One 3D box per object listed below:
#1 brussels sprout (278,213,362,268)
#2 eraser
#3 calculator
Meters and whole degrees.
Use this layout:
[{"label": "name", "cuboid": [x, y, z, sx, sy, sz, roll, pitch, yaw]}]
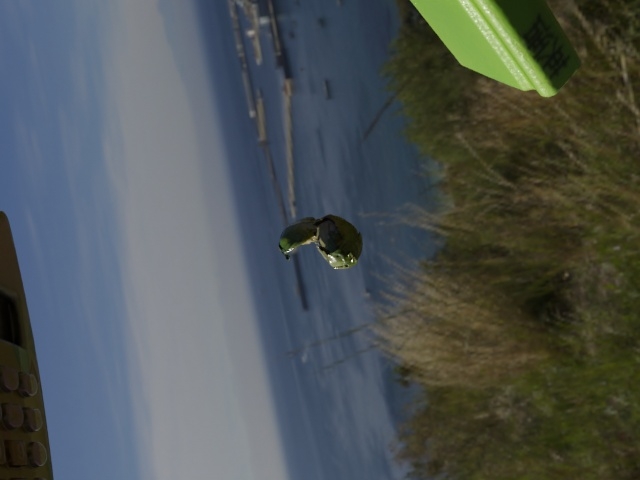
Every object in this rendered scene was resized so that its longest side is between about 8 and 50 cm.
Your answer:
[{"label": "brussels sprout", "cuboid": [-0.001, -0.001, 0.849, 0.046, 0.083, 0.051, 10, -91, -71]}, {"label": "eraser", "cuboid": [0.204, -0.324, 1.170, 0.274, 0.092, 0.210, 43, 178, -40]}, {"label": "calculator", "cuboid": [-0.167, 0.083, 0.424, 0.157, 0.033, 0.236, 88, 167, -74]}]
